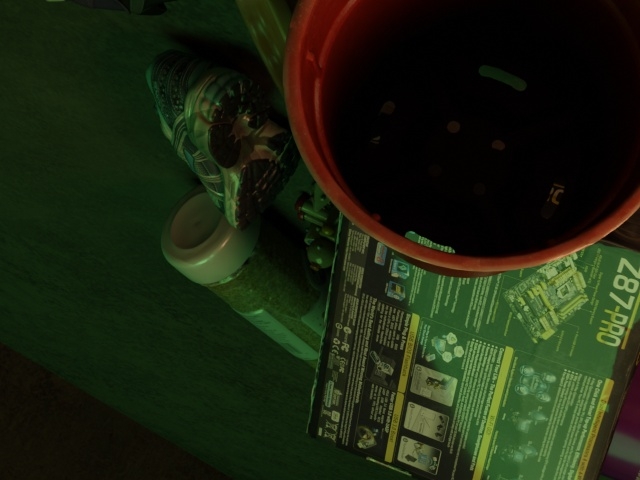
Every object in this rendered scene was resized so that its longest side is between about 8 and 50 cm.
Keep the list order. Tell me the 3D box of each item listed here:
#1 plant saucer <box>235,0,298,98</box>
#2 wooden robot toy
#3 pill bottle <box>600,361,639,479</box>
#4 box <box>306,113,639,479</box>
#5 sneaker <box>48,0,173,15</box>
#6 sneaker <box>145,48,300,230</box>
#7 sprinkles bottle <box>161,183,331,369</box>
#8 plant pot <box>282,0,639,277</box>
[{"bbox_3d":[-0.035,-0.185,1.226,0.200,0.037,0.200,63,174,12],"label":"plant saucer"},{"bbox_3d":[0.000,0.000,1.771,0.076,0.079,0.173,18,160,14],"label":"wooden robot toy"},{"bbox_3d":[0.302,0.162,1.707,0.323,0.181,0.181,20,161,8],"label":"pill bottle"},{"bbox_3d":[0.162,0.095,1.541,0.318,0.097,0.395,20,130,15],"label":"box"},{"bbox_3d":[-0.135,-0.256,1.240,0.124,0.107,0.283,14,169,-21],"label":"sneaker"},{"bbox_3d":[-0.105,-0.114,1.591,0.122,0.110,0.283,35,164,21],"label":"sneaker"},{"bbox_3d":[-0.050,0.061,1.930,0.121,0.121,0.355,6,155,41],"label":"sprinkles bottle"},{"bbox_3d":[0.115,-0.089,1.143,0.272,0.272,0.265,21,171,6],"label":"plant pot"}]
